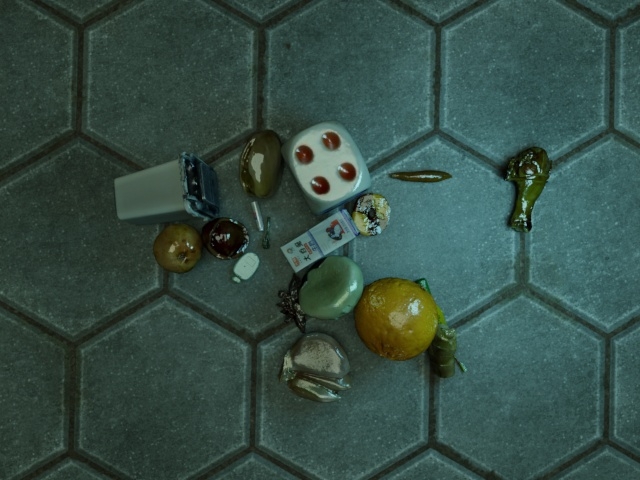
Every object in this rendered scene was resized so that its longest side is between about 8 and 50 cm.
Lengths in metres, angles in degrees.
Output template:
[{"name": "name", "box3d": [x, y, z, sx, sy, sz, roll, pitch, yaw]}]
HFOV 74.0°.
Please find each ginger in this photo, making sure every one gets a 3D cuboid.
[{"name": "ginger", "box3d": [0.503, 0.455, 1.760, 0.116, 0.109, 0.263, -13, 119, -4]}]

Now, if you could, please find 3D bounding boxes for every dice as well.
[{"name": "dice", "box3d": [0.023, -0.285, 1.701, 0.277, 0.304, 0.304, -26, 90, -1]}]

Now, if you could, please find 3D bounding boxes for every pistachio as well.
[{"name": "pistachio", "box3d": [-0.241, -0.319, 1.779, 0.166, 0.197, 0.288, 20, 104, 41]}]

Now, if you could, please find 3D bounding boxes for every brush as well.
[{"name": "brush", "box3d": [0.607, 0.534, 1.850, 0.021, 0.019, 0.083, -34, 91, -11]}]

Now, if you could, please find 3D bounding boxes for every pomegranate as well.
[{"name": "pomegranate", "box3d": [-0.580, 0.034, 1.744, 0.207, 0.207, 0.207, 0, 90, -1]}]

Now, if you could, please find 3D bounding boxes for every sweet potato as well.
[{"name": "sweet potato", "box3d": [0.438, -0.276, 1.832, 0.264, 0.057, 0.057, 1, 90, -2]}]

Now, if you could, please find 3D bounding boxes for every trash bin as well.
[{"name": "trash bin", "box3d": [-0.620, -0.190, 1.701, 0.367, 0.296, 0.256, -10, 83, 7]}]

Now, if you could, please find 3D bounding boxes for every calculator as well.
[{"name": "calculator", "box3d": [-0.325, 0.120, 1.833, 0.095, 0.021, 0.153, 37, 86, 0]}]

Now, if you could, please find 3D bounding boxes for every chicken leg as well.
[{"name": "chicken leg", "box3d": [0.862, -0.232, 1.799, 0.211, 0.140, 0.361, 21, 86, -9]}]

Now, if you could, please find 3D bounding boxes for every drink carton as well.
[{"name": "drink carton", "box3d": [0.000, 0.000, 1.769, 0.315, 0.106, 0.131, -32, 88, 14]}]

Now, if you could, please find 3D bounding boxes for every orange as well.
[{"name": "orange", "box3d": [0.293, 0.316, 1.684, 0.340, 0.341, 0.293, 23, 57, -1]}]

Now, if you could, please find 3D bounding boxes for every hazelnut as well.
[{"name": "hazelnut", "box3d": [-0.392, -0.014, 1.755, 0.201, 0.160, 0.170, 4, 111, -28]}]

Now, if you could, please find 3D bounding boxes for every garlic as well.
[{"name": "garlic", "box3d": [-0.014, 0.524, 1.782, 0.325, 0.132, 0.279, 7, 90, 1]}]

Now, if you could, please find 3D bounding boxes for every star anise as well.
[{"name": "star anise", "box3d": [-0.080, 0.270, 1.799, 0.220, 0.099, 0.214, 40, 91, 0]}]

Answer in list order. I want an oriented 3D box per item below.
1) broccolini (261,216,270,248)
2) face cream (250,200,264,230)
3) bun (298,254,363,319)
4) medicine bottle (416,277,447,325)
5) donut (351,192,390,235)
[{"name": "broccolini", "box3d": [-0.234, -0.032, 1.834, 0.035, 0.030, 0.140, 2, 87, 4]}, {"name": "face cream", "box3d": [-0.269, -0.103, 1.830, 0.034, 0.034, 0.130, -15, 91, -1]}, {"name": "bun", "box3d": [0.058, 0.201, 1.696, 0.283, 0.283, 0.179, -45, 133, -1]}, {"name": "medicine bottle", "box3d": [0.469, 0.290, 1.825, 0.095, 0.064, 0.261, -17, 90, 14]}, {"name": "donut", "box3d": [0.213, -0.110, 1.819, 0.166, 0.073, 0.184, 3, 91, 1]}]
